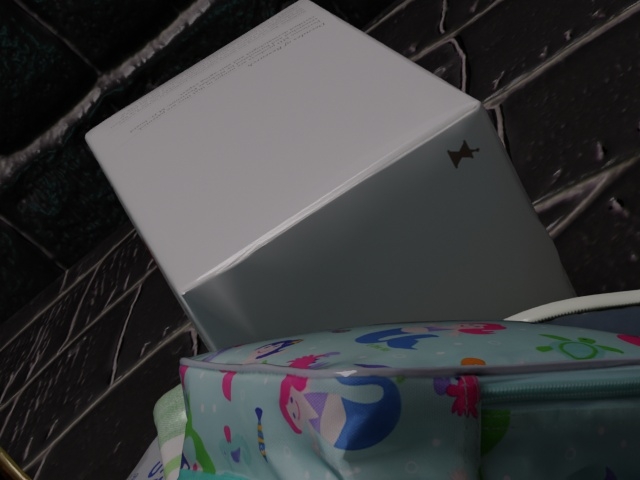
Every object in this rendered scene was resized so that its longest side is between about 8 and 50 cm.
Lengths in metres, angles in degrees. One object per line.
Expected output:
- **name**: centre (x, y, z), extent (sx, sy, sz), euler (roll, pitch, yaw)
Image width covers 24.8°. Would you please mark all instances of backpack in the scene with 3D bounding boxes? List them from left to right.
- **backpack**: centre (0.061, 0.123, 0.518), extent (0.225, 0.253, 0.191), euler (173, 103, -69)

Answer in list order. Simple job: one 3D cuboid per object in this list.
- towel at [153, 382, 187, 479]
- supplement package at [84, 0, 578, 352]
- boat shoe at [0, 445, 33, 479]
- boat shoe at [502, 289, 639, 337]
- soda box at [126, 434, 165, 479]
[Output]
- **towel**: centre (0.024, 0.120, 0.841), extent (0.248, 0.038, 0.325), euler (-29, 27, 1)
- **supplement package**: centre (0.000, 0.000, 0.839), extent (0.175, 0.177, 0.293), euler (-32, 25, -6)
- **boat shoe**: centre (-0.186, 0.222, 0.891), extent (0.110, 0.104, 0.307), euler (-7, 30, -41)
- **boat shoe**: centre (0.153, 0.078, 0.661), extent (0.254, 0.095, 0.079), euler (-14, 35, 4)
- **soda box**: centre (-0.053, 0.151, 1.030), extent (0.091, 0.098, 0.286), euler (-26, 21, 46)
